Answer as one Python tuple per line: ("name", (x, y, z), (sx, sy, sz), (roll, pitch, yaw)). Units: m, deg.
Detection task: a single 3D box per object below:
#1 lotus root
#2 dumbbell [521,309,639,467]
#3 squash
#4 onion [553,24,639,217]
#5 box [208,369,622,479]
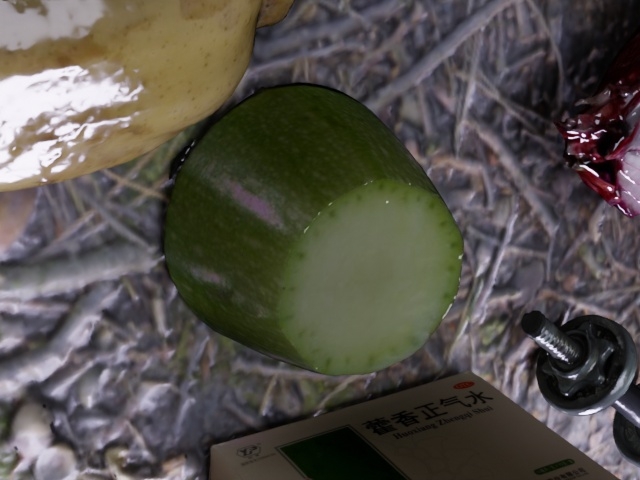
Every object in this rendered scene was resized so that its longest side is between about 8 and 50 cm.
("lotus root", (-0.133, -0.104, 0.554), (0.284, 0.160, 0.146), (-19, 77, -31))
("dumbbell", (0.231, 0.118, 0.902), (0.254, 0.081, 0.081), (36, 86, -35))
("squash", (0.000, 0.000, 0.697), (0.170, 0.123, 0.170), (-11, 115, -24))
("onion", (0.275, -0.110, 0.817), (0.283, 0.120, 0.227), (-5, 138, -18))
("box", (0.057, 0.179, 0.758), (0.212, 0.168, 0.095), (-12, 116, -29))
